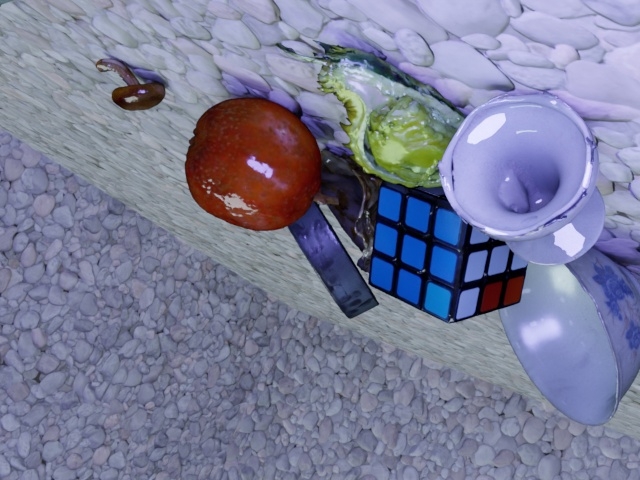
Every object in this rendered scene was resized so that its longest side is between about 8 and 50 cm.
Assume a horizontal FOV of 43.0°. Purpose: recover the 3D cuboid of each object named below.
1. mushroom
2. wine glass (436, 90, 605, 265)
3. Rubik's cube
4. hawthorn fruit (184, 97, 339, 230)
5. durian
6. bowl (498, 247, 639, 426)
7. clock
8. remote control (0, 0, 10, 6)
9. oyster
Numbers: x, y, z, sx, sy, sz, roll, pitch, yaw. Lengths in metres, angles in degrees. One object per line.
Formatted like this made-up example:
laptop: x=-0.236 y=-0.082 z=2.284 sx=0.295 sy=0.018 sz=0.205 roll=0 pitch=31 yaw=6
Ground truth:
mushroom: x=-0.339 y=-0.268 z=1.428 sx=0.129 sy=0.073 sz=0.088 roll=28 pitch=-161 yaw=-3
wine glass: x=0.238 y=-0.054 z=0.913 sx=0.165 sy=0.165 sz=0.196 roll=19 pitch=171 yaw=30
Rubik's cube: x=0.179 y=0.003 z=1.114 sx=0.163 sy=0.162 sz=0.160 roll=-9 pitch=-156 yaw=-41
hawthorn fruit: x=-0.084 y=-0.111 z=1.273 sx=0.253 sy=0.205 sz=0.205 roll=21 pitch=170 yaw=-3
durian: x=0.105 y=-0.130 z=0.987 sx=0.375 sy=0.106 sz=0.132 roll=26 pitch=165 yaw=-28
bowl: x=0.408 y=0.112 z=1.242 sx=0.313 sy=0.146 sz=0.313 roll=160 pitch=90 yaw=-77
clock: x=0.001 y=0.000 z=1.505 sx=0.319 sy=0.066 sz=0.319 roll=57 pitch=-177 yaw=-4
remote control: x=-0.590 y=-0.425 z=1.301 sx=0.145 sy=0.050 sz=0.344 roll=33 pitch=168 yaw=-35
oyster: x=0.069 y=-0.054 z=1.451 sx=0.204 sy=0.111 sz=0.396 roll=57 pitch=176 yaw=23
